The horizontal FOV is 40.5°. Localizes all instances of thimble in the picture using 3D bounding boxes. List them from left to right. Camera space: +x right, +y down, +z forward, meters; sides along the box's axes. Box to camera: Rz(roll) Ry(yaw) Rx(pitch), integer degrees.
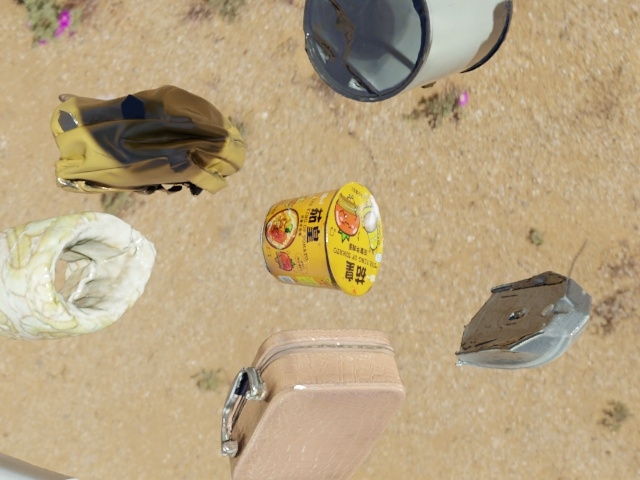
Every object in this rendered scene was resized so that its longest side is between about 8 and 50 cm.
[{"bbox_3d":[-0.294,0.038,0.994,0.143,0.190,0.138,-11,102,33],"label":"thimble"}]

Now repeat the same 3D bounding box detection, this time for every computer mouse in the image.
[{"bbox_3d":[0.260,0.115,1.105,0.071,0.126,0.231,41,151,-14],"label":"computer mouse"}]

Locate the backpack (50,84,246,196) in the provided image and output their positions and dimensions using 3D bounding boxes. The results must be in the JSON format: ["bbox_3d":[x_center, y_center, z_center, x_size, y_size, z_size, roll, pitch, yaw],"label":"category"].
[{"bbox_3d":[-0.327,-0.187,1.676,0.353,0.378,0.201,-2,85,19],"label":"backpack"}]

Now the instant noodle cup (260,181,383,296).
[{"bbox_3d":[0.000,0.000,1.658,0.172,0.216,0.216,-2,122,32],"label":"instant noodle cup"}]

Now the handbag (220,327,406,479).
[{"bbox_3d":[-0.015,0.167,0.835,0.151,0.072,0.193,4,137,-21],"label":"handbag"}]

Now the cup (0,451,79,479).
[{"bbox_3d":[-0.339,0.294,0.967,0.129,0.128,0.095,11,85,18],"label":"cup"}]

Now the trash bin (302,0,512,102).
[{"bbox_3d":[0.135,-0.339,1.302,0.217,0.262,0.277,34,127,23],"label":"trash bin"}]
